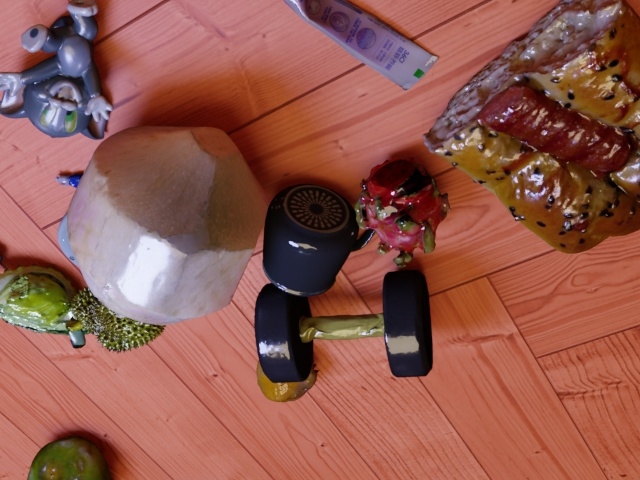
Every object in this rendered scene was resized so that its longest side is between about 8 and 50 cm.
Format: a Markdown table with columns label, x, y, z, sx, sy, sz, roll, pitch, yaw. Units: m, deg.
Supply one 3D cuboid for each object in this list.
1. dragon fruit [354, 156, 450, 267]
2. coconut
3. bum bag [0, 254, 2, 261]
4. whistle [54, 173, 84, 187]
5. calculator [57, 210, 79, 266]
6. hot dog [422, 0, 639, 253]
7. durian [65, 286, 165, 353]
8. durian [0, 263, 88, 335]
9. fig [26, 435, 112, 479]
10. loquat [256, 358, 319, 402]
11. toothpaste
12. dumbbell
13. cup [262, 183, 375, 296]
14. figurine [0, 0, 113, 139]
| label | x | y | z | sx | sy | sz | roll | pitch | yaw |
| --- | --- | --- | --- | --- | --- | --- | --- | --- | --- |
| dragon fruit | 0.147 | -0.047 | 1.390 | 0.160 | 0.166 | 0.172 | -12 | 126 | 20 |
| coconut | -0.253 | -0.043 | 1.348 | 0.352 | 0.353 | 0.353 | 4 | 127 | 5 |
| bum bag | -0.776 | 0.106 | 1.677 | 0.144 | 0.095 | 0.340 | 27 | 123 | -9 |
| whistle | -0.466 | -0.112 | 1.512 | 0.083 | 0.029 | 0.033 | 5 | 164 | 11 |
| calculator | -0.387 | -0.027 | 1.554 | 0.298 | 0.041 | 0.185 | -25 | 119 | 22 |
| hot dog | 0.423 | -0.154 | 1.263 | 0.365 | 0.196 | 0.367 | 35 | 126 | -22 |
| durian | -0.406 | 0.140 | 1.610 | 0.198 | 0.159 | 0.146 | 10 | 114 | 5 |
| durian | -0.581 | 0.123 | 1.629 | 0.375 | 0.132 | 0.107 | 17 | 123 | -21 |
| fig | -0.601 | 0.610 | 1.985 | 0.206 | 0.206 | 0.275 | -5 | 154 | 11 |
| loquat | -0.072 | 0.287 | 1.708 | 0.137 | 0.113 | 0.137 | 0 | 102 | 1 |
| toothpaste | 0.049 | -0.340 | 1.261 | 0.301 | 0.048 | 0.075 | 29 | 97 | -22 |
| dumbbell | 0.049 | 0.170 | 1.540 | 0.322 | 0.204 | 0.204 | -6 | 125 | 12 |
| cup | 0.000 | 0.000 | 1.460 | 0.223 | 0.169 | 0.177 | -5 | 136 | -24 |
| figurine | -0.441 | -0.283 | 1.318 | 0.193 | 0.140 | 0.265 | 2 | 117 | -22 |
